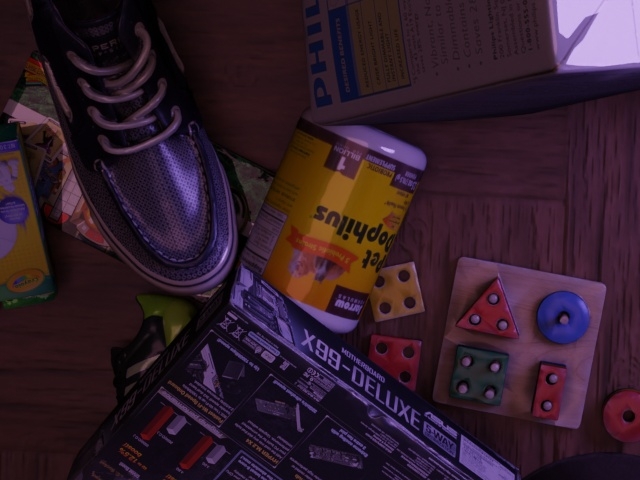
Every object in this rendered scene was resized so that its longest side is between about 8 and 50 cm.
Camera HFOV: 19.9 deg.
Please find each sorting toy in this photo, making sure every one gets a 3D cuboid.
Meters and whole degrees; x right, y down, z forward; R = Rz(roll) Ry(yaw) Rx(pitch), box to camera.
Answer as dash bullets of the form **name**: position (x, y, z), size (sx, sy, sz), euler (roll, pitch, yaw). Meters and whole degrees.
- **sorting toy**: position (0.164, 0.089, 1.593), size (0.274, 0.046, 0.132), euler (11, 94, 6)

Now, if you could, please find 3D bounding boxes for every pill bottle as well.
- **pill bottle**: position (0.000, 0.000, 1.569), size (0.117, 0.117, 0.215), euler (24, 95, 4)

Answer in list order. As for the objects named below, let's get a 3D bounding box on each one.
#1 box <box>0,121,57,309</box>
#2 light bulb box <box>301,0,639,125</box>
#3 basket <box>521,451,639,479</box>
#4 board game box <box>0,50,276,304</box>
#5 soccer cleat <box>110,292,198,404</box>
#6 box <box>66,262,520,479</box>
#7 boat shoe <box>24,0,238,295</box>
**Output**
- **box**: position (-0.297, -0.009, 1.602), size (0.105, 0.043, 0.179), euler (-10, 121, -1)
- **light bulb box**: position (0.152, -0.282, 1.384), size (0.225, 0.361, 0.358), euler (-5, 90, -26)
- **basket**: position (0.243, 0.270, 1.503), size (0.204, 0.227, 0.154), euler (-1, 93, 5)
- **board game box**: position (-0.171, -0.053, 1.629), size (0.260, 0.030, 0.136), euler (27, 93, 4)
- **soccer cleat**: position (-0.158, 0.134, 1.627), size (0.072, 0.060, 0.179), euler (16, 88, 15)
- **box**: position (-0.023, 0.205, 1.540), size (0.307, 0.076, 0.242), euler (36, 113, -11)
- **boat shoe**: position (-0.170, -0.119, 1.530), size (0.127, 0.158, 0.340), euler (-26, 81, -6)
